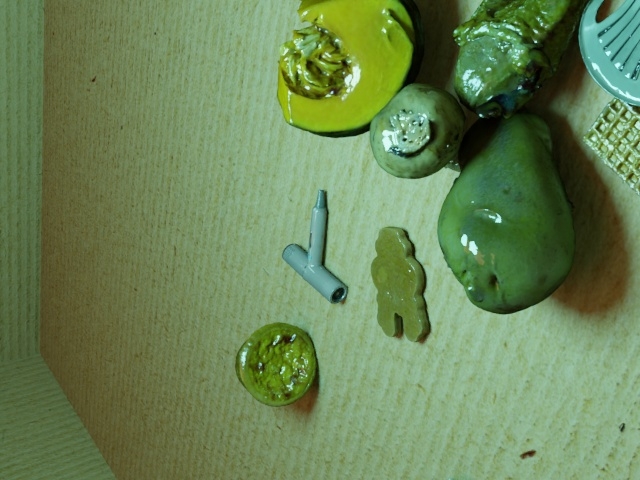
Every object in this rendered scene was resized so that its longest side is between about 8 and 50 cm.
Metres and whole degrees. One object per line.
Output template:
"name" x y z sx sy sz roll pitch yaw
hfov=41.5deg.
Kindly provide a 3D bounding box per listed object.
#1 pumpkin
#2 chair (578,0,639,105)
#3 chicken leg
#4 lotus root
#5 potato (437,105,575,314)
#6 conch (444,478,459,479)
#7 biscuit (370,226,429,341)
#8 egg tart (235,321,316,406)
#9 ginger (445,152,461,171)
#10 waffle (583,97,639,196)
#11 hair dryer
"pumpkin" 0.052 -0.331 1.522 0.225 0.256 0.303 -88 8 -66
"chair" 0.460 -0.321 1.064 0.203 0.191 0.274 60 170 24
"chicken leg" 0.331 -0.353 1.290 0.361 0.140 0.211 -57 38 18
"lotus root" 0.160 -0.180 1.384 0.160 0.284 0.146 -25 93 13
"potato" 0.294 -0.056 1.342 0.218 0.203 0.350 128 152 -76
"conch" 0.270 0.511 1.686 0.085 0.057 0.076 17 98 19
"biscuit" 0.158 0.088 1.729 0.144 0.040 0.236 2 100 47
"egg tart" -0.125 0.302 2.059 0.147 0.203 0.202 -16 87 64
"ginger" 0.223 -0.175 1.554 0.057 0.044 0.137 -46 63 29
"waffle" 0.463 -0.136 1.229 0.148 0.042 0.102 55 141 29
"hair dryer" 0.008 0.004 1.911 0.195 0.054 0.220 41 125 39
